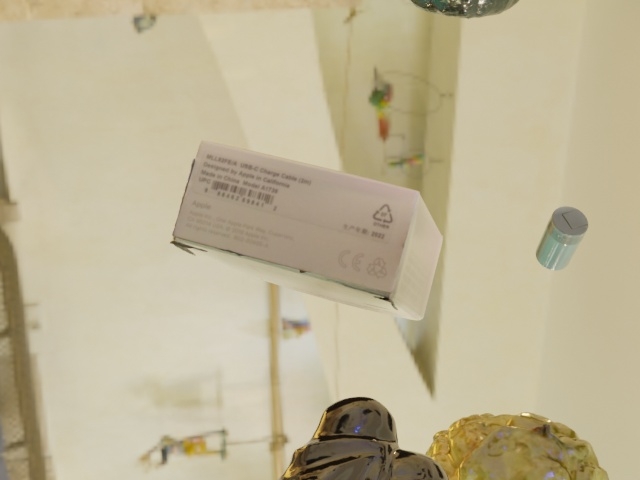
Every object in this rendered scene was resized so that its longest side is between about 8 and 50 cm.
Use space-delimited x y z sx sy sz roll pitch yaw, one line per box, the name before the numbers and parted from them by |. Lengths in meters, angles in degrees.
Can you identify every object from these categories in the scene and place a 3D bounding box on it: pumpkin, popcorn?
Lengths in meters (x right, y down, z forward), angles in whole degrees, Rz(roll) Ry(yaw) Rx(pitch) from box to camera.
pumpkin | 0.219 -0.414 1.578 0.212 0.211 0.152 -102 -166 -45
popcorn | 0.233 0.305 1.248 0.266 0.233 0.192 -102 -165 -67

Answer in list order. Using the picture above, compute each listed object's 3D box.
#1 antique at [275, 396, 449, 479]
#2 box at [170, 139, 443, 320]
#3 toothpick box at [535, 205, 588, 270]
antique | -0.006 0.269 0.781 0.185 0.255 0.322 45 -12 37
box | 0.000 0.000 0.987 0.251 0.203 0.106 40 64 -75
toothpick box | 0.332 -0.002 1.430 0.083 0.052 0.052 101 -17 -53
